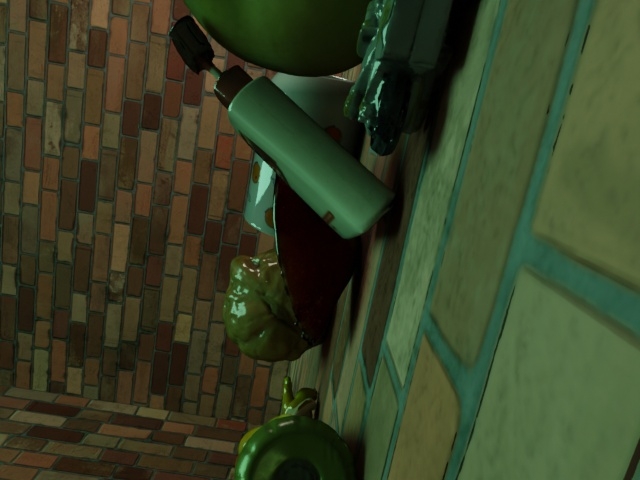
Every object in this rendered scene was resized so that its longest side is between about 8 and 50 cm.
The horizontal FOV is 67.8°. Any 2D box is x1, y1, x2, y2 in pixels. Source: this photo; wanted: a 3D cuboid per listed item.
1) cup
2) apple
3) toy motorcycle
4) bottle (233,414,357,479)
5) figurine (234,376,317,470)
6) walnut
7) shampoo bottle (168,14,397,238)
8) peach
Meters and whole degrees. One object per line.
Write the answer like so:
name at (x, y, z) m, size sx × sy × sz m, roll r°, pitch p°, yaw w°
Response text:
cup at (-0.031, -0.180, 0.985) m, size 0.212 × 0.213 × 0.317 m, roll -87°, pitch 9°, yaw -68°
apple at (-0.017, -0.328, 0.519) m, size 0.254 × 0.292 × 0.291 m, roll -25°, pitch -50°, yaw -58°
toy motorcycle at (0.072, -0.187, 0.383) m, size 0.152 × 0.073 × 0.224 m, roll -83°, pitch 6°, yaw -67°
bottle at (-0.034, 0.255, 0.524) m, size 0.260 × 0.112 × 0.112 m, roll 106°, pitch 173°, yaw -67°
figurine at (-0.060, 0.336, 0.799) m, size 0.156 × 0.131 × 0.246 m, roll -64°, pitch -3°, yaw 17°
walnut at (-0.088, 0.123, 0.952) m, size 0.224 × 0.257 × 0.257 m, roll -47°, pitch 1°, yaw -4°
shampoo bottle at (-0.045, -0.117, 0.521) m, size 0.071 × 0.284 × 0.153 m, roll -47°, pitch -1°, yaw -2°
peach at (0.003, -0.002, 0.642) m, size 0.189 × 0.068 × 0.279 m, roll 22°, pitch -121°, yaw -59°
